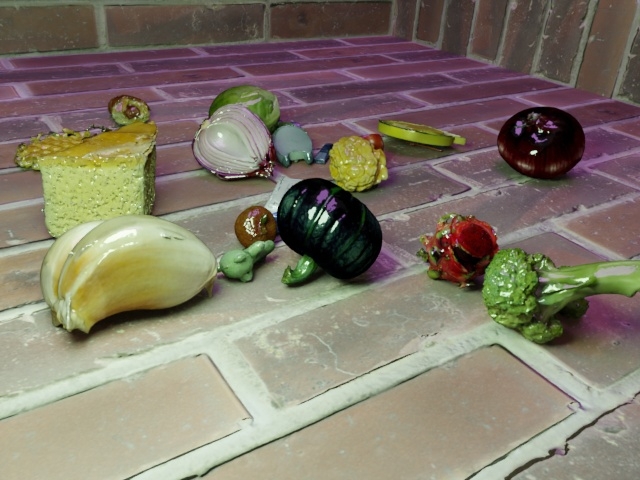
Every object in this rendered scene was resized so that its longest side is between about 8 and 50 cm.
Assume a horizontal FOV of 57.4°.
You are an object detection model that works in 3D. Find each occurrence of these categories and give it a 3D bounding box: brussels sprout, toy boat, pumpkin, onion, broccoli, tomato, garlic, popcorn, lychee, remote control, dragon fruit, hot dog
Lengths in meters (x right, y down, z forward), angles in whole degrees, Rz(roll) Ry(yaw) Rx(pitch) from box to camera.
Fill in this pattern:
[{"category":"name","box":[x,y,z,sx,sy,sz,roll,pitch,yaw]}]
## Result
[{"category":"brussels sprout","box":[-0.253,-0.408,1.938,0.244,0.244,0.244,3,29,-2]},{"category":"toy boat","box":[-0.095,-0.302,1.939,0.134,0.079,0.208,-13,42,-11]},{"category":"pumpkin","box":[0.000,0.000,1.271,0.248,0.248,0.248,3,29,-2]},{"category":"onion","box":[0.706,-0.337,1.884,0.273,0.285,0.273,-13,53,18]},{"category":"broccoli","box":[0.466,0.114,1.147,0.302,0.186,0.254,11,-10,12]},{"category":"tomato","box":[0.136,-0.277,1.865,0.139,0.091,0.159,-15,-7,-13]},{"category":"garlic","box":[-0.380,0.055,1.140,0.313,0.286,0.249,-26,85,-34]},{"category":"popcorn","box":[0.110,-0.225,1.731,0.180,0.170,0.180,-19,48,22]},{"category":"onion","box":[-0.240,-0.266,1.769,0.283,0.120,0.227,40,83,16]},{"category":"lychee","box":[-0.148,-0.023,1.378,0.140,0.101,0.114,12,59,44]},{"category":"remote control","box":[0.013,-0.294,1.967,0.043,0.027,0.152,13,32,10]},{"category":"dragon fruit","box":[0.296,0.026,1.294,0.166,0.172,0.160,0,66,-19]},{"category":"hot dog","box":[-0.709,-0.490,2.153,0.146,0.103,0.213,-15,33,-29]}]

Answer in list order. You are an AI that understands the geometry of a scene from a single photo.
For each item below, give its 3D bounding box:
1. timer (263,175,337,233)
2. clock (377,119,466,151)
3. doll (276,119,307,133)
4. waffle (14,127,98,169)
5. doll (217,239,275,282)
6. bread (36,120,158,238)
[{"category":"timer","box":[-0.051,-0.099,1.553,0.178,0.078,0.253,6,29,5]},{"category":"clock","box":[0.345,-0.377,2.110,0.293,0.071,0.277,5,18,-22]},{"category":"doll","box":[-0.132,-0.412,2.141,0.190,0.050,0.115,19,29,22]},{"category":"waffle","box":[-0.807,-0.286,1.816,0.262,0.060,0.280,-9,31,-23]},{"category":"doll","box":[-0.155,0.044,1.288,0.115,0.078,0.150,-32,-3,39]},{"category":"bread","box":[-0.536,-0.165,1.449,0.279,0.248,0.315,-4,26,-18]}]
